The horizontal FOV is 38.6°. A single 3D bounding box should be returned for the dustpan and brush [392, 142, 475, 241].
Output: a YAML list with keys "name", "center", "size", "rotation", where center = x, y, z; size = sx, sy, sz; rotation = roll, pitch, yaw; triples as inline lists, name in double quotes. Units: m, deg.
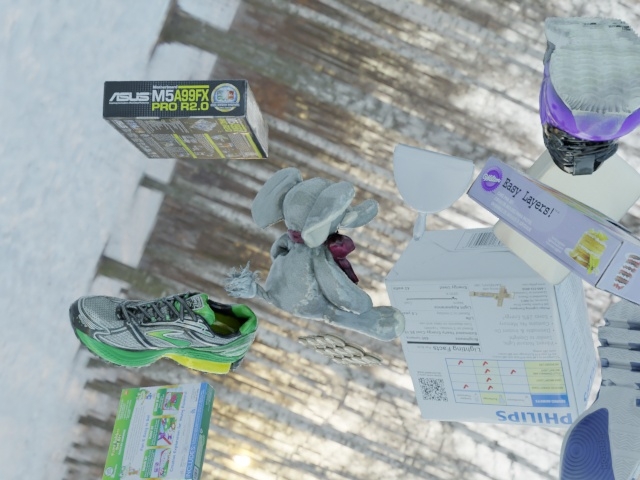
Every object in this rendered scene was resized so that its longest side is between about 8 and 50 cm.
- name: "dustpan and brush"
  center: [0.191, -0.077, 1.661]
  size: [0.060, 0.147, 0.211]
  rotation: [-61, 164, -59]

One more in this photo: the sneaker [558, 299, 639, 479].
- name: "sneaker"
  center: [0.495, 0.268, 1.435]
  size: [0.127, 0.182, 0.316]
  rotation: [8, -110, 42]

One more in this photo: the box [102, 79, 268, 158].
- name: "box"
  center: [-0.204, -0.188, 1.460]
  size: [0.270, 0.216, 0.060]
  rotation: [61, 29, -81]

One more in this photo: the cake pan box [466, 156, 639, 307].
- name: "cake pan box"
  center: [0.350, 0.007, 1.148]
  size: [0.070, 0.266, 0.246]
  rotation: [-59, -142, 14]

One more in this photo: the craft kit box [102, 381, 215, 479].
- name: "craft kit box"
  center: [-0.392, 0.476, 2.225]
  size: [0.061, 0.246, 0.250]
  rotation: [61, 29, -51]

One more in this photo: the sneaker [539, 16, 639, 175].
- name: "sneaker"
  center: [0.267, -0.124, 0.898]
  size: [0.293, 0.102, 0.146]
  rotation: [-64, 157, -62]

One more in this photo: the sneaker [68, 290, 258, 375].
- name: "sneaker"
  center: [-0.271, 0.136, 1.606]
  size: [0.146, 0.343, 0.134]
  rotation: [-57, -142, 35]

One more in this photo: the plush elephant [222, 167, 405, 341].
- name: "plush elephant"
  center: [0.000, 0.000, 1.645]
  size: [0.272, 0.329, 0.256]
  rotation: [35, -73, 51]

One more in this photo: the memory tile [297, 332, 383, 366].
- name: "memory tile"
  center: [0.032, 0.183, 1.532]
  size: [0.148, 0.113, 0.012]
  rotation: [-18, -135, 63]

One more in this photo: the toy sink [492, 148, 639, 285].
- name: "toy sink"
  center: [0.414, -0.062, 1.567]
  size: [0.234, 0.152, 0.131]
  rotation: [-50, -176, 7]

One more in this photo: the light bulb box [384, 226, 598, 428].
- name: "light bulb box"
  center: [0.367, 0.178, 1.921]
  size: [0.225, 0.357, 0.361]
  rotation: [-49, 130, -51]

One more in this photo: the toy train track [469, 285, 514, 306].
- name: "toy train track"
  center: [0.319, 0.100, 1.707]
  size: [0.014, 0.083, 0.048]
  rotation: [66, 32, -47]
